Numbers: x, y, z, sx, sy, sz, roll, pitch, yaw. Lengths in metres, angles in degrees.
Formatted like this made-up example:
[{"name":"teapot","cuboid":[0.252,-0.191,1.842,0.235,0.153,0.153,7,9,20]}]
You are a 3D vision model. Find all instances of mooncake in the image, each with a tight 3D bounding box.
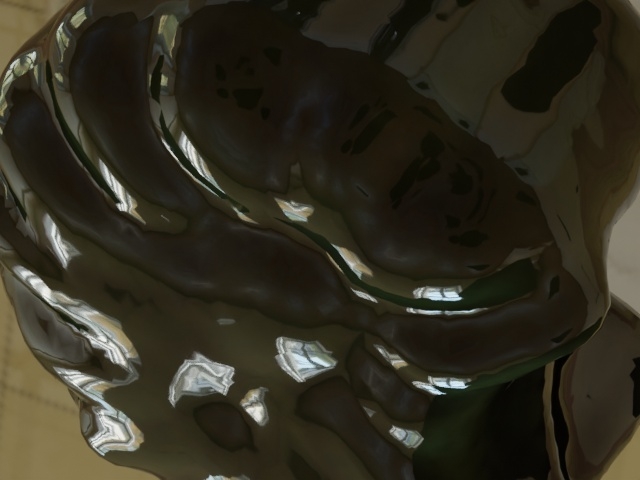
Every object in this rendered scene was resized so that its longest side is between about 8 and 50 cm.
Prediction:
[{"name":"mooncake","cuboid":[0.000,0.000,0.872,0.351,0.187,0.351,25,-38,21]}]
